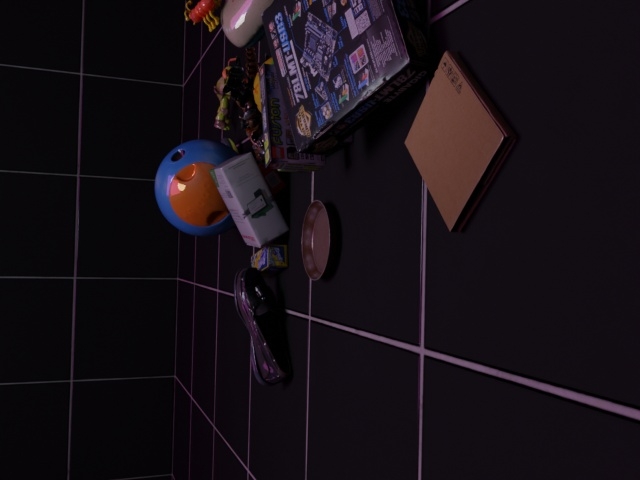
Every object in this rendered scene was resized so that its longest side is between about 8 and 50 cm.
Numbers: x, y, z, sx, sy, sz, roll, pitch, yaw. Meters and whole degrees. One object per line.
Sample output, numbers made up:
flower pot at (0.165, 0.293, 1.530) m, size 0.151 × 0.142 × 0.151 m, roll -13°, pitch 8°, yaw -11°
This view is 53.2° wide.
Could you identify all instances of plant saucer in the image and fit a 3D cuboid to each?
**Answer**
plant saucer at (0.000, 0.000, 1.346) m, size 0.168 × 0.029 × 0.169 m, roll -177°, pitch 90°, yaw -69°

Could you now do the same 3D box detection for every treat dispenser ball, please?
treat dispenser ball at (-0.344, -0.155, 1.896) m, size 0.288 × 0.287 × 0.289 m, roll -178°, pitch 90°, yaw -69°

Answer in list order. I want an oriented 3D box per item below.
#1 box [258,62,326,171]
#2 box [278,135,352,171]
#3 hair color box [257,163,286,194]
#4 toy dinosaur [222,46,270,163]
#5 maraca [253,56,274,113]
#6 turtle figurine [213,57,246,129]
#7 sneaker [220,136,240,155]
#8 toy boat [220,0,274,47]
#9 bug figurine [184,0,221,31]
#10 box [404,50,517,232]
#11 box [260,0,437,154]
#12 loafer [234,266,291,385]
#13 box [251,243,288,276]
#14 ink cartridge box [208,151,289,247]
box at (-0.056, -0.239, 1.242) m, size 0.036 × 0.114 × 0.207 m, roll 142°, pitch 127°, yaw -63°
box at (-0.020, -0.290, 1.382) m, size 0.322 × 0.058 × 0.233 m, roll 165°, pitch 106°, yaw -69°
hair color box at (-0.145, -0.160, 1.673) m, size 0.072 × 0.043 × 0.141 m, roll 55°, pitch 167°, yaw -16°
toy dinosaur at (-0.173, -0.370, 1.677) m, size 0.322 × 0.164 × 0.218 m, roll 59°, pitch 169°, yaw 13°
maraca at (-0.085, -0.339, 1.341) m, size 0.127 × 0.099 × 0.186 m, roll 19°, pitch -98°, yaw -79°
turtle figurine at (-0.311, -0.483, 2.121) m, size 0.270 × 0.087 × 0.218 m, roll -120°, pitch 37°, yaw -54°
sneaker at (-0.327, -0.187, 2.088) m, size 0.111 × 0.121 × 0.300 m, roll -161°, pitch 74°, yaw -68°
toy boat at (-0.160, -0.654, 1.675) m, size 0.267 × 0.148 × 0.318 m, roll -49°, pitch 41°, yaw 24°
bug figurine at (-0.267, -0.688, 1.641) m, size 0.216 × 0.072 × 0.279 m, roll -28°, pitch 52°, yaw 41°
box at (0.183, -0.138, 0.886) m, size 0.201 × 0.021 × 0.165 m, roll -108°, pitch 29°, yaw -41°
box at (0.032, -0.338, 1.072) m, size 0.293 × 0.073 × 0.296 m, roll -32°, pitch 66°, yaw 47°
loafer at (-0.132, 0.204, 1.586) m, size 0.095 × 0.109 × 0.303 m, roll -28°, pitch 72°, yaw 48°
box at (-0.134, 0.055, 1.657) m, size 0.169 × 0.054 × 0.059 m, roll 148°, pitch 122°, yaw -66°
ink cartridge box at (-0.183, -0.102, 1.622) m, size 0.220 × 0.092 × 0.160 m, roll 64°, pitch 163°, yaw -14°
